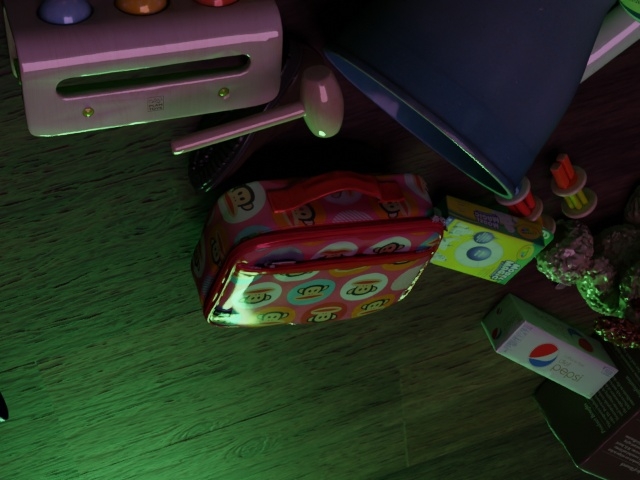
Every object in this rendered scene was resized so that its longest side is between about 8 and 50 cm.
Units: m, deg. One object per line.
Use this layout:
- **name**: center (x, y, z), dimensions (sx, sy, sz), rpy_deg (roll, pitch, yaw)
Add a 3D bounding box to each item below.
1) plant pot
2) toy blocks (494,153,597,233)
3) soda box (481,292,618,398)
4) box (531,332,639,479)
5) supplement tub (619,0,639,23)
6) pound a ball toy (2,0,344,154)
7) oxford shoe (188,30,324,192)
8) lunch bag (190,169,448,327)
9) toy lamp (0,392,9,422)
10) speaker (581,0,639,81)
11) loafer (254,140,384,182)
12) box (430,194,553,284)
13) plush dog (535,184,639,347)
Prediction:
- **plant pot**: center (0.184, -0.230, 1.387), dimensions (0.255, 0.272, 0.272), rpy_deg (-52, 131, 2)
- **toy blocks**: center (0.304, -0.074, 1.701), dimensions (0.123, 0.054, 0.148), rpy_deg (-34, 134, 7)
- **soda box**: center (0.352, 0.163, 1.896), dimensions (0.216, 0.074, 0.069), rpy_deg (28, 114, -30)
- **box**: center (0.491, 0.263, 1.998), dimensions (0.167, 0.168, 0.203), rpy_deg (26, 115, -38)
- **supplement tub**: center (0.375, -0.397, 1.332), dimensions (0.228, 0.228, 0.316), rpy_deg (-38, 133, 10)
- **pound a ball toy**: center (-0.152, -0.193, 1.283), dimensions (0.319, 0.208, 0.135), rpy_deg (-10, 132, -15)
- **oxford shoe**: center (-0.072, -0.137, 1.459), dimensions (0.096, 0.082, 0.227), rpy_deg (15, 126, -46)
- **lunch bag**: center (0.000, 0.000, 1.536), dimensions (0.293, 0.120, 0.258), rpy_deg (-6, 150, -23)
- **toy lamp**: center (-0.539, 0.269, 1.599), dimensions (0.275, 0.080, 0.080), rpy_deg (-28, 134, -1)
- **speaker**: center (0.359, -0.254, 1.569), dimensions (0.136, 0.055, 0.055), rpy_deg (-38, 134, 10)
- **loafer**: center (-0.004, -0.083, 1.559), dimensions (0.170, 0.062, 0.061), rpy_deg (-8, 153, -14)
- **box**: center (0.224, 0.004, 1.702), dimensions (0.179, 0.043, 0.105), rpy_deg (14, 140, -22)
- **plush dog**: center (0.465, 0.068, 1.777), dimensions (0.262, 0.225, 0.210), rpy_deg (-23, 134, -5)
